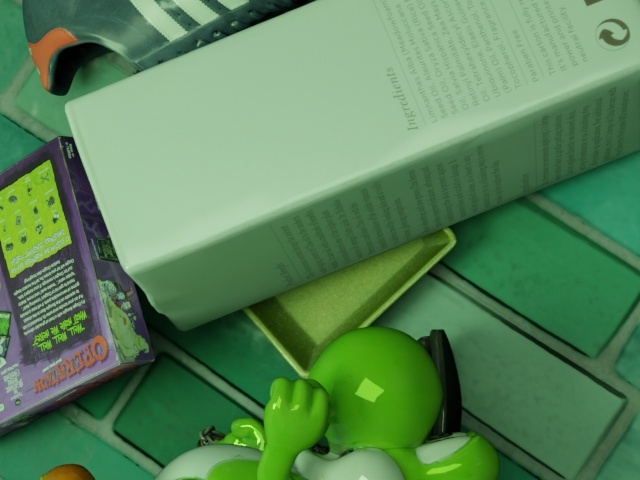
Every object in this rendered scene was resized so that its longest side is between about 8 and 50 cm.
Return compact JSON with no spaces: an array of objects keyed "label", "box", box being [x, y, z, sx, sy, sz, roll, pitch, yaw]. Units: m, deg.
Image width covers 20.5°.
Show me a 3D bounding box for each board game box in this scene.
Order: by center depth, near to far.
[{"label":"board game box","box":[-0.298,0.066,1.590,0.347,0.056,0.208,-26,70,39]}]

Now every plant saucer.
[{"label":"plant saucer","box":[0.000,0.000,1.613,0.188,0.045,0.188,-43,75,3]}]

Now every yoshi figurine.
[{"label":"yoshi figurine","box":[-0.043,0.172,1.432,0.362,0.203,0.203,-12,34,-5]}]

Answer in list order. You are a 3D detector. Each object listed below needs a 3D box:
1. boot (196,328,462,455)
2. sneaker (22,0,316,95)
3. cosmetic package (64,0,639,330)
[{"label":"boot","box":[0.000,0.195,1.559,0.229,0.091,0.263,8,85,14]},{"label":"sneaker","box":[-0.109,-0.200,1.638,0.350,0.131,0.148,-4,87,19]},{"label":"cosmetic package","box":[0.044,-0.096,1.477,0.453,0.230,0.161,-22,73,1]}]
